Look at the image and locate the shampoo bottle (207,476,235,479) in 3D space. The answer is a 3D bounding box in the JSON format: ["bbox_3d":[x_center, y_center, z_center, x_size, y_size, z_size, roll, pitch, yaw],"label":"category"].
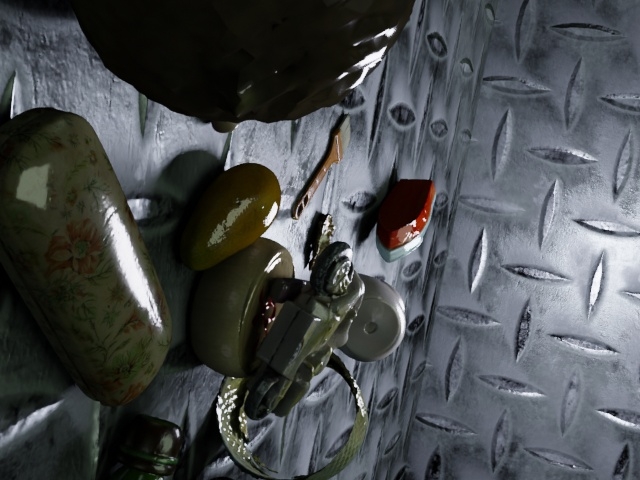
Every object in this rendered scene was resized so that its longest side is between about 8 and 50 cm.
[{"bbox_3d":[-0.197,0.488,1.353,0.284,0.101,0.101,16,87,-70],"label":"shampoo bottle"}]

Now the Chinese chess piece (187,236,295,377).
[{"bbox_3d":[-0.131,0.114,1.307,0.250,0.103,0.250,14,90,-72],"label":"Chinese chess piece"}]

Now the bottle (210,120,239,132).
[{"bbox_3d":[-0.154,-0.211,1.131,0.096,0.045,0.045,76,33,-47],"label":"bottle"}]

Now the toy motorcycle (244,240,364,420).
[{"bbox_3d":[-0.017,0.159,1.296,0.341,0.108,0.223,-62,158,5],"label":"toy motorcycle"}]

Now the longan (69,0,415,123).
[{"bbox_3d":[-0.077,-0.309,0.785,0.391,0.391,0.391,13,90,-70],"label":"longan"}]

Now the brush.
[{"bbox_3d":[0.007,-0.156,1.638,0.090,0.017,0.314,81,30,-46],"label":"brush"}]

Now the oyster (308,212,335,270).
[{"bbox_3d":[-0.001,0.000,1.691,0.132,0.029,0.086,-60,148,-31],"label":"oyster"}]

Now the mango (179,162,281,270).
[{"bbox_3d":[-0.143,-0.041,1.197,0.227,0.099,0.136,-48,147,-37],"label":"mango"}]

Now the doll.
[{"bbox_3d":[0.107,0.189,1.912,0.251,0.221,0.221,59,40,-23],"label":"doll"}]

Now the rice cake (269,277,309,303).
[{"bbox_3d":[-0.045,0.090,1.330,0.206,0.036,0.047,21,86,-75],"label":"rice cake"}]

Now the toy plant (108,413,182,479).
[{"bbox_3d":[-0.265,0.345,1.104,0.093,0.093,0.162,41,67,-68],"label":"toy plant"}]

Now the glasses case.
[{"bbox_3d":[-0.273,0.038,0.880,0.156,0.098,0.425,-58,153,-36],"label":"glasses case"}]

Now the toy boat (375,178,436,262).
[{"bbox_3d":[0.240,-0.047,2.132,0.332,0.145,0.133,-57,145,-51],"label":"toy boat"}]

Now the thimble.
[{"bbox_3d":[-0.051,0.330,1.420,0.150,0.271,0.271,61,45,-64],"label":"thimble"}]
